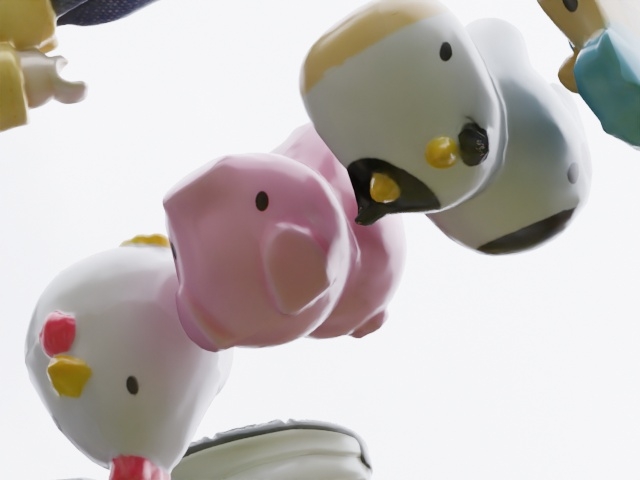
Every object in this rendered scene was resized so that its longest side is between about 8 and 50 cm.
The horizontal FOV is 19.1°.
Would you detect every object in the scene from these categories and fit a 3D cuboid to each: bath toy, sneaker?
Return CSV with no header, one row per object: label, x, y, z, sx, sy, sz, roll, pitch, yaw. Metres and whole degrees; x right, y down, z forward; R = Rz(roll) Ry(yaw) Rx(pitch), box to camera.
bath toy,0.000,0.000,0.817,0.348,0.129,0.151,-33,-53,28
sneaker,-0.121,0.326,1.687,0.257,0.447,0.169,66,-31,21

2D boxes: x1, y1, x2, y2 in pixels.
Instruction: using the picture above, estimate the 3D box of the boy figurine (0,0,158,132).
boy figurine,-0.177,-0.123,0.829,0.177,0.285,0.092,62,-21,15
